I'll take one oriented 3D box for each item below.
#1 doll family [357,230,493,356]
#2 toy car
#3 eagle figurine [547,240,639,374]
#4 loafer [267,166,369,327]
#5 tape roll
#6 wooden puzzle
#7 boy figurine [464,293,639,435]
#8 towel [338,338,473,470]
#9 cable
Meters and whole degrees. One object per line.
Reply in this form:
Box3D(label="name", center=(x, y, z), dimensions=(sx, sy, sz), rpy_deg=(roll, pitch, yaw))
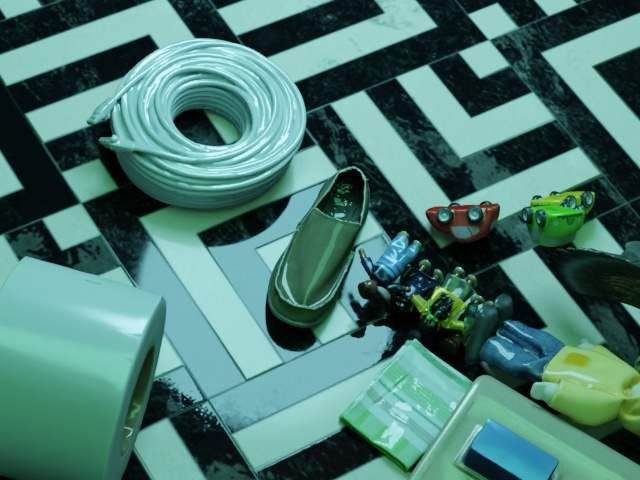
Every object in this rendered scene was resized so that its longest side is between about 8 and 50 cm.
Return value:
Box3D(label="doll family", center=(0.129, 0.072, 2.104), dimensions=(0.193, 0.076, 0.111), rpy_deg=(31, 60, 19))
Box3D(label="toy car", center=(0.275, -0.023, 2.134), dimensions=(0.239, 0.225, 0.053), rpy_deg=(-7, 98, -14))
Box3D(label="eagle figurine", center=(0.453, 0.089, 2.072), dimensions=(0.225, 0.226, 0.298), rpy_deg=(-28, 67, -3))
Box3D(label="loafer", center=(0.000, 0.000, 2.120), dimensions=(0.094, 0.087, 0.251), rpy_deg=(18, 54, 4))
Box3D(label="tape roll", center=(-0.286, 0.159, 1.865), dimensions=(0.169, 0.246, 0.246), rpy_deg=(16, 54, 2))
Box3D(label="wooden puzzle", center=(0.241, 0.334, 1.836), dimensions=(0.322, 0.080, 0.348), rpy_deg=(30, 56, 13))
Box3D(label="boy figurine", center=(0.316, 0.165, 2.003), dimensions=(0.285, 0.092, 0.177), rpy_deg=(24, 25, 27))
Box3D(label="towel", center=(0.110, 0.200, 2.035), dimensions=(0.113, 0.023, 0.152), rpy_deg=(35, 57, 17))
Box3D(label="cable", center=(-0.152, -0.154, 2.208), dimensions=(0.257, 0.089, 0.257), rpy_deg=(27, 54, 9))
